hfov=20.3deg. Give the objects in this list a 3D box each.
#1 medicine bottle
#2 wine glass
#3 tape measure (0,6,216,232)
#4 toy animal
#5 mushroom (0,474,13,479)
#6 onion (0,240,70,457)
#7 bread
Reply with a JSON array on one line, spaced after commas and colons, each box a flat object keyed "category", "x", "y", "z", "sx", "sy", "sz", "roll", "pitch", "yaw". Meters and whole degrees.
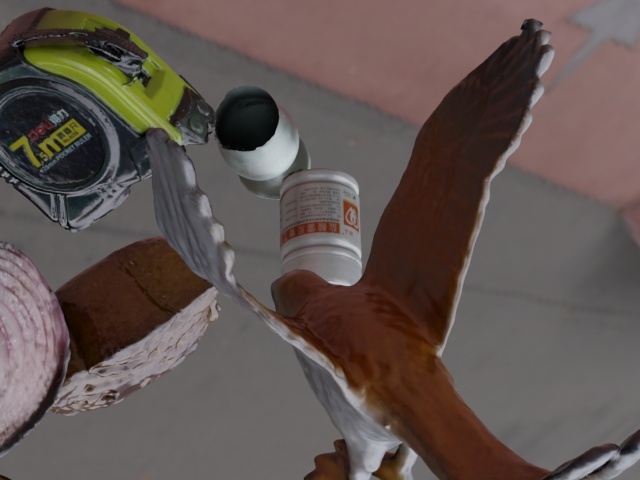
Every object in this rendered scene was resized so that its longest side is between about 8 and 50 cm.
[{"category": "medicine bottle", "x": 0.000, "y": 0.000, "z": 1.228, "sx": 0.057, "sy": 0.089, "sz": 0.057, "roll": -1, "pitch": 154, "yaw": 0}, {"category": "wine glass", "x": -0.074, "y": -0.121, "z": 2.171, "sx": 0.103, "sy": 0.103, "sz": 0.222, "roll": -38, "pitch": 166, "yaw": -2}, {"category": "tape measure", "x": -0.214, "y": -0.119, "z": 1.568, "sx": 0.199, "sy": 0.186, "sz": 0.112, "roll": -33, "pitch": -154, "yaw": 32}, {"category": "toy animal", "x": 0.062, "y": 0.075, "z": 0.967, "sx": 0.225, "sy": 0.284, "sz": 0.302, "roll": -20, "pitch": 148, "yaw": -20}, {"category": "mushroom", "x": -0.324, "y": 0.256, "z": 1.532, "sx": 0.148, "sy": 0.227, "sz": 0.217, "roll": -64, "pitch": -156, "yaw": -4}, {"category": "onion", "x": -0.410, "y": 0.126, "z": 1.837, "sx": 0.230, "sy": 0.272, "sz": 0.256, "roll": -19, "pitch": 168, "yaw": 32}, {"category": "bread", "x": -0.228, "y": 0.107, "z": 2.013, "sx": 0.247, "sy": 0.135, "sz": 0.232, "roll": -34, "pitch": 166, "yaw": -17}]
